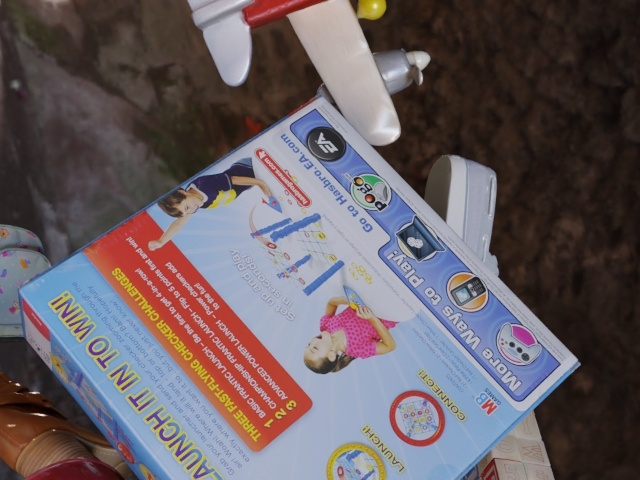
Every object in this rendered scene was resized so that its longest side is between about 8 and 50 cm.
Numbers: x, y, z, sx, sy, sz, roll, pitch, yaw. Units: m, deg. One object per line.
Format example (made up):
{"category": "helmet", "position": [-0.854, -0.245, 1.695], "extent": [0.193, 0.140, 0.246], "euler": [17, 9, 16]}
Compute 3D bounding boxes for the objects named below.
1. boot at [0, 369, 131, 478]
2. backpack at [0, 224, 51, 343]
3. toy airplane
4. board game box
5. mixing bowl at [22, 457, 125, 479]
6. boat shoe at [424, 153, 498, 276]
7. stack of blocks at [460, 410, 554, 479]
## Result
{"category": "boot", "position": [-0.374, 0.267, 1.363], "extent": [0.220, 0.109, 0.283], "euler": [35, -2, 13]}
{"category": "backpack", "position": [-0.520, 0.065, 1.619], "extent": [0.166, 0.144, 0.188], "euler": [7, 72, -51]}
{"category": "toy airplane", "position": [0.000, -0.365, 1.378], "extent": [0.272, 0.384, 0.386], "euler": [-32, 143, -65]}
{"category": "board game box", "position": [-0.015, 0.082, 0.772], "extent": [0.308, 0.302, 0.086], "euler": [48, -28, 13]}
{"category": "mixing bowl", "position": [-0.197, 0.286, 0.848], "extent": [0.098, 0.181, 0.181], "euler": [15, -50, 38]}
{"category": "boat shoe", "position": [0.154, 0.023, 1.070], "extent": [0.079, 0.081, 0.228], "euler": [164, -67, -68]}
{"category": "stack of blocks", "position": [0.229, 0.280, 1.441], "extent": [0.297, 0.087, 0.171], "euler": [-97, -156, -48]}
